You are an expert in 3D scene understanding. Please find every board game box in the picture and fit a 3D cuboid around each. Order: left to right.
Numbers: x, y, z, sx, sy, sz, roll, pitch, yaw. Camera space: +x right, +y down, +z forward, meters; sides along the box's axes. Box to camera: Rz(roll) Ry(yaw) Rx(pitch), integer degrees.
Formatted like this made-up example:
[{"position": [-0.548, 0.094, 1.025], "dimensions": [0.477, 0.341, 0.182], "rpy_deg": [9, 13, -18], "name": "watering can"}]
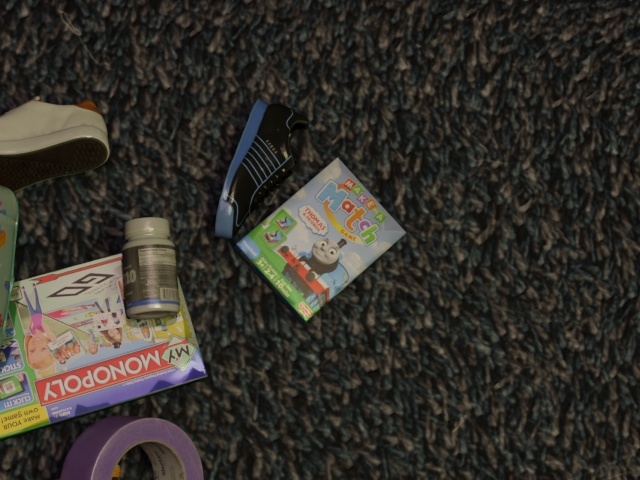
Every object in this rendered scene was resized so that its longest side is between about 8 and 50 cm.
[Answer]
[{"position": [-0.346, 0.145, 1.921], "dimensions": [0.317, 0.046, 0.214], "rpy_deg": [-16, 80, -12], "name": "board game box"}, {"position": [0.000, 0.000, 2.012], "dimensions": [0.211, 0.039, 0.160], "rpy_deg": [-41, 86, -16], "name": "board game box"}]

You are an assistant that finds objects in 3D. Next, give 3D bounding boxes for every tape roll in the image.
[{"position": [-0.260, 0.338, 1.828], "dimensions": [0.189, 0.080, 0.189], "rpy_deg": [5, 83, -42], "name": "tape roll"}]

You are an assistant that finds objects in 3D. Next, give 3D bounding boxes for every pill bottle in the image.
[{"position": [-0.245, 0.040, 1.896], "dimensions": [0.078, 0.078, 0.137], "rpy_deg": [-4, 77, -10], "name": "pill bottle"}]

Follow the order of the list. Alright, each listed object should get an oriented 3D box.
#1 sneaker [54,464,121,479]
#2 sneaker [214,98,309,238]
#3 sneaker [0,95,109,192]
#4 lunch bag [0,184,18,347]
[{"position": [-0.377, 0.377, 1.847], "dimensions": [0.214, 0.084, 0.083], "rpy_deg": [-14, 85, -13], "name": "sneaker"}, {"position": [-0.089, -0.102, 1.998], "dimensions": [0.090, 0.081, 0.232], "rpy_deg": [18, 74, 3], "name": "sneaker"}, {"position": [-0.459, -0.142, 1.955], "dimensions": [0.290, 0.106, 0.123], "rpy_deg": [-10, 50, -6], "name": "sneaker"}, {"position": [-0.545, 0.049, 1.843], "dimensions": [0.224, 0.108, 0.279], "rpy_deg": [-2, 73, 22], "name": "lunch bag"}]
